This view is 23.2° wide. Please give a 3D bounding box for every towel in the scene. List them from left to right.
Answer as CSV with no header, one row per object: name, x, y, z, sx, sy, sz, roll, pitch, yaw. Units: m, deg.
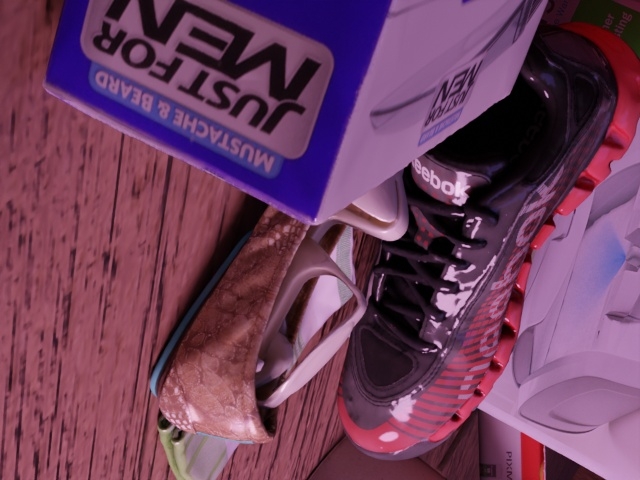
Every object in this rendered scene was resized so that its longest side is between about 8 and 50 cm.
towel,-0.027,0.058,0.792,0.152,0.023,0.113,-56,162,-22

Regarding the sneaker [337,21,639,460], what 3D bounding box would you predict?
sneaker,0.072,-0.003,0.856,0.135,0.097,0.276,13,108,-57

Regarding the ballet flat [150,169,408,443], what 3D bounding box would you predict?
ballet flat,0.000,0.000,0.700,0.206,0.067,0.073,-63,164,0

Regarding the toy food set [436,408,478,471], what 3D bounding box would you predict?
toy food set,0.143,0.109,1.387,0.192,0.038,0.132,-49,167,-54

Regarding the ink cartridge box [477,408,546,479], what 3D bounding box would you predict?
ink cartridge box,0.138,0.111,1.146,0.224,0.056,0.181,39,50,-79

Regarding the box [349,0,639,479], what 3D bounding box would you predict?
box,0.184,-0.006,0.958,0.262,0.231,0.127,-64,161,9

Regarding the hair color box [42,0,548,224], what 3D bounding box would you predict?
hair color box,0.044,-0.192,0.458,0.185,0.110,0.339,-35,147,-60

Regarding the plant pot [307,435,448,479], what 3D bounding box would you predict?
plant pot,0.091,0.308,1.108,0.256,0.274,0.256,-53,161,-27
